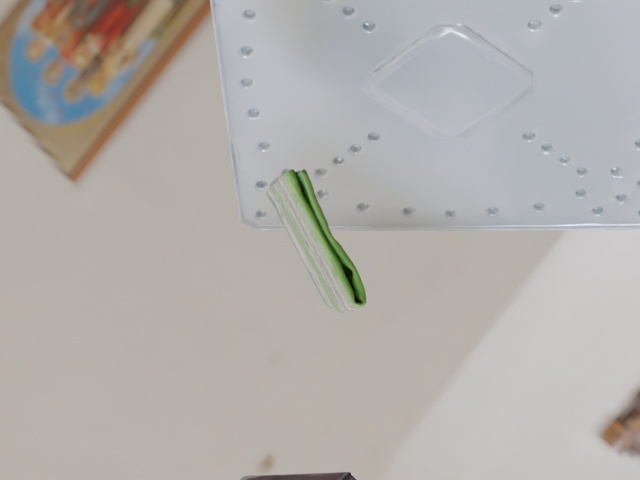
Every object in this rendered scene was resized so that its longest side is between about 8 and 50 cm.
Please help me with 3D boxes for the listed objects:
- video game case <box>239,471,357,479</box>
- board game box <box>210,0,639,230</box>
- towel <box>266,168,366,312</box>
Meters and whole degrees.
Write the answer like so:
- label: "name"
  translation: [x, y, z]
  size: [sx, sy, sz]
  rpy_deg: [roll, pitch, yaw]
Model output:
- label: "video game case"
  translation: [0.054, 0.303, 1.559]
  size: [0.274, 0.026, 0.196]
  rpy_deg: [53, 153, -12]
- label: "board game box"
  translation: [0.111, -0.150, 1.587]
  size: [0.390, 0.390, 0.050]
  rpy_deg: [85, -174, -51]
- label: "towel"
  translation: [0.000, 0.000, 1.374]
  size: [0.113, 0.023, 0.152]
  rpy_deg: [61, 172, -1]
